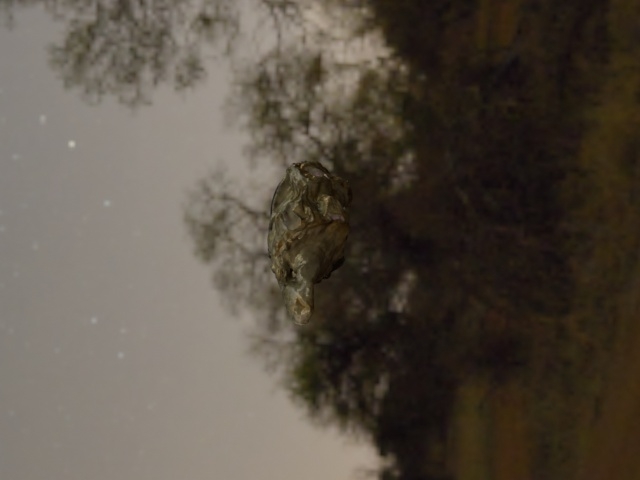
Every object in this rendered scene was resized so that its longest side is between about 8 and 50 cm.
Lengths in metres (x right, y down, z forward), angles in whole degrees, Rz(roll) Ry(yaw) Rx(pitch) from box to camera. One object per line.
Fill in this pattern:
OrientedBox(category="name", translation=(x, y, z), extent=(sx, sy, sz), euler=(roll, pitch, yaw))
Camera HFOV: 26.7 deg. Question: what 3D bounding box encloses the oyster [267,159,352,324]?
OrientedBox(category="oyster", translation=(0.000, 0.000, 1.427), extent=(0.163, 0.081, 0.191), euler=(31, -115, -60))
